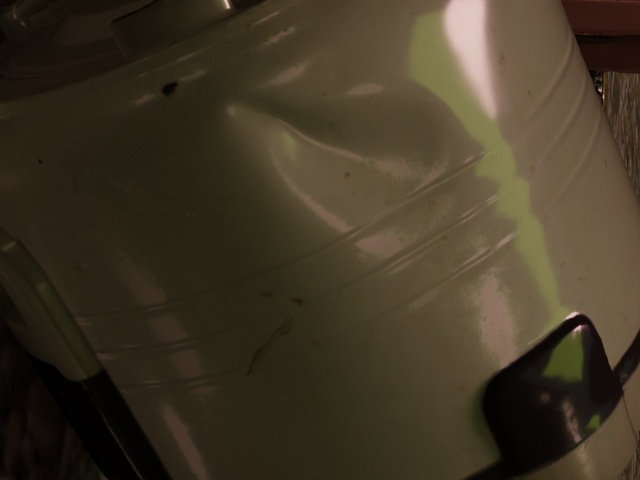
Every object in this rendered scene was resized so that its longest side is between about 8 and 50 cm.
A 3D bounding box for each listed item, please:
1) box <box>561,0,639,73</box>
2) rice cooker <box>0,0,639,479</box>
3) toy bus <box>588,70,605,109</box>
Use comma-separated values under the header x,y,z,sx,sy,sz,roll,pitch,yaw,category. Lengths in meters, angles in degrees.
x,y,z,sx,sy,sz,roll,pitch,yaw,category
0.170,-0.224,0.915,0.086,0.215,0.215,102,-13,-60,box
0.000,0.000,0.469,0.244,0.226,0.226,61,32,-25,rice cooker
0.124,-0.039,0.926,0.331,0.145,0.151,-50,138,-62,toy bus
